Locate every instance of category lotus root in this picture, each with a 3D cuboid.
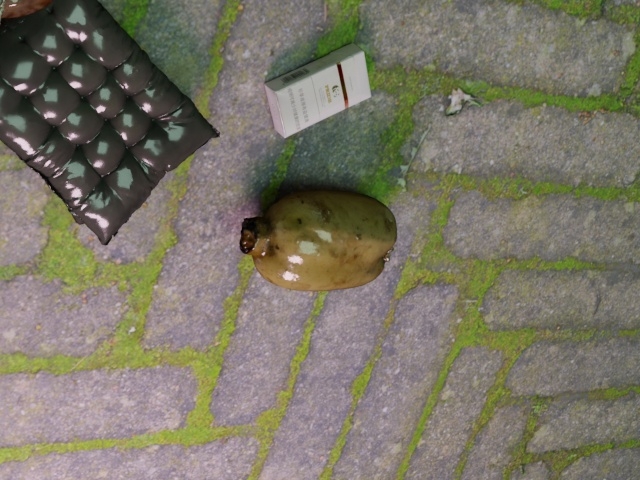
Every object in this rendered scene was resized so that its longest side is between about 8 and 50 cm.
[{"bbox_3d":[0.000,0.000,1.687,0.284,0.146,0.160,3,100,-33],"label":"lotus root"}]

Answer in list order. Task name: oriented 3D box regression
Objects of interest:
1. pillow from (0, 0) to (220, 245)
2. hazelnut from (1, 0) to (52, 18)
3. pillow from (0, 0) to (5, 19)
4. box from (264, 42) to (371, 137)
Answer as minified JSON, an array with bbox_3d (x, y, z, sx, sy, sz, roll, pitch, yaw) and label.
[{"bbox_3d":[-0.304,-0.165,1.394,0.228,0.101,0.326,-45,136,-5],"label":"pillow"},{"bbox_3d":[-0.366,-0.305,1.217,0.150,0.150,0.150,-18,129,-24],"label":"hazelnut"},{"bbox_3d":[-0.431,-0.295,1.126,0.280,0.274,0.076,-57,170,12],"label":"pillow"},{"bbox_3d":[-0.002,-0.222,1.602,0.154,0.040,0.084,-28,130,-17],"label":"box"}]
